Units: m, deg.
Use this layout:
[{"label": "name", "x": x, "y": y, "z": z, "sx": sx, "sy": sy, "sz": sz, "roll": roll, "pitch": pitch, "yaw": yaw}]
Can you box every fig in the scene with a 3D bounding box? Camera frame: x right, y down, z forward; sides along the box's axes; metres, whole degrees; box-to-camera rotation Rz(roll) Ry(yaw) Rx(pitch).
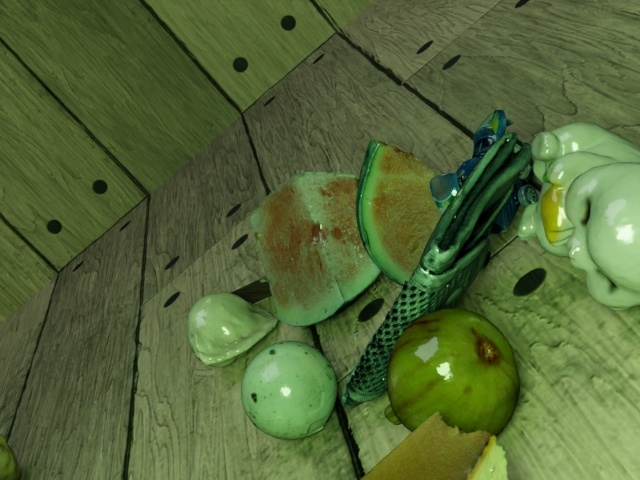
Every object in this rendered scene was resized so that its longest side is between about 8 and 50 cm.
[{"label": "fig", "x": 0.122, "y": 0.153, "z": 1.117, "sx": 0.186, "sy": 0.142, "sz": 0.148, "roll": -29, "pitch": 21, "yaw": 33}]

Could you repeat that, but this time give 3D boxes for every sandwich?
[{"label": "sandwich", "x": 0.114, "y": 0.267, "z": 0.932, "sx": 0.186, "sy": 0.108, "sz": 0.220, "roll": -41, "pitch": 17, "yaw": 5}]

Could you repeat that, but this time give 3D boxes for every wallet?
[{"label": "wallet", "x": 0.138, "y": 0.051, "z": 1.243, "sx": 0.237, "sy": 0.075, "sz": 0.342, "roll": -49, "pitch": -10, "yaw": -40}]

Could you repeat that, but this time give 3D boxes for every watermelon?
[{"label": "watermelon", "x": 0.000, "y": 0.000, "z": 1.615, "sx": 0.213, "sy": 0.201, "sz": 0.262, "roll": -35, "pitch": 22, "yaw": 48}, {"label": "watermelon", "x": 0.096, "y": -0.027, "z": 1.472, "sx": 0.128, "sy": 0.231, "sz": 0.146, "roll": 3, "pitch": 59, "yaw": 51}]

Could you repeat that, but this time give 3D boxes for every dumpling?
[{"label": "dumpling", "x": -0.146, "y": 0.149, "z": 1.740, "sx": 0.155, "sy": 0.111, "sz": 0.181, "roll": -12, "pitch": 47, "yaw": 0}]

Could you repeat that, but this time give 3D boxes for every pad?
[{"label": "pad", "x": -0.122, "y": 0.097, "z": 1.830, "sx": 0.188, "sy": 0.006, "sz": 0.113, "roll": -25, "pitch": -19, "yaw": 39}]

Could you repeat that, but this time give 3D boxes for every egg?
[{"label": "egg", "x": -0.036, "y": 0.197, "z": 1.384, "sx": 0.131, "sy": 0.131, "sz": 0.164, "roll": -35, "pitch": -4, "yaw": 19}]

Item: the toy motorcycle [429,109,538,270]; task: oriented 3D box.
[{"label": "toy motorcycle", "x": 0.224, "y": -0.077, "z": 1.435, "sx": 0.092, "sy": 0.135, "sz": 0.254, "roll": -21, "pitch": 28, "yaw": 47}]

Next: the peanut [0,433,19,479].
[{"label": "peanut", "x": -0.701, "y": 0.483, "z": 2.048, "sx": 0.291, "sy": 0.143, "sz": 0.159, "roll": -41, "pitch": -16, "yaw": 18}]

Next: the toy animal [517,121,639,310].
[{"label": "toy animal", "x": 0.315, "y": -0.031, "z": 1.057, "sx": 0.154, "sy": 0.208, "sz": 0.325, "roll": -5, "pitch": -2, "yaw": -16}]
